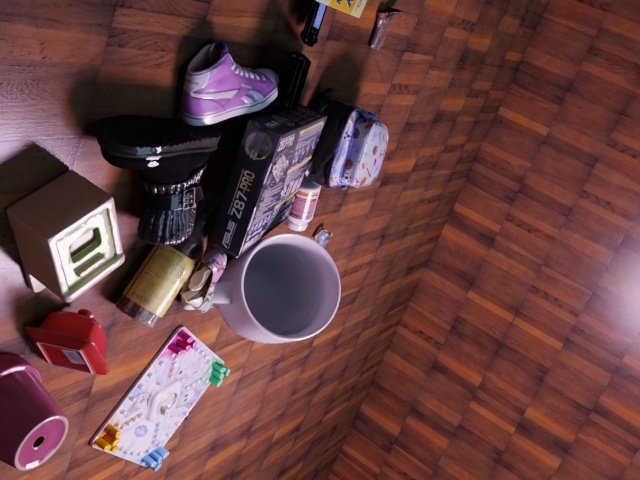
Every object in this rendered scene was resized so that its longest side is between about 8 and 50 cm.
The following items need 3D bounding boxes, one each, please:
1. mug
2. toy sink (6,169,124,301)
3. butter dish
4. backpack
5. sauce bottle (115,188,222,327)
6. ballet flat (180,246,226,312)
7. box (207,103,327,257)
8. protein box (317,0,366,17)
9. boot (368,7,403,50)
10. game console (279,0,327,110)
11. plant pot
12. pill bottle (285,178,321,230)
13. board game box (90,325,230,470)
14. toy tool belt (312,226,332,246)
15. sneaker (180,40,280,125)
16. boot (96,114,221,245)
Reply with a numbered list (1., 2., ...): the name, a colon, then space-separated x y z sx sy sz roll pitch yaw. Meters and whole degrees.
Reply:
1. mug: -0.183 0.142 2.057 0.374 0.276 0.328 -3 172 -26
2. toy sink: -0.476 0.013 1.482 0.153 0.131 0.234 -41 152 -36
3. butter dish: -0.519 0.200 1.645 0.160 0.160 0.118 88 16 -53
4. backpack: 0.075 -0.270 2.194 0.276 0.213 0.263 -69 167 15
5. sauce bottle: -0.340 0.038 1.817 0.344 0.111 0.111 -56 157 -7
6. ballet flat: -0.285 0.104 1.829 0.079 0.077 0.221 -34 161 -45
7. box: -0.123 -0.160 1.923 0.318 0.097 0.395 -66 172 21
8. protein box: -0.013 -0.579 1.614 0.201 0.200 0.136 -11 128 -62
9. boot: 0.186 -0.601 2.209 0.106 0.037 0.114 -19 134 -38
10. game console: -0.027 -0.480 1.824 0.213 0.044 0.361 -78 -174 -79
11. plant pot: -0.616 0.356 1.554 0.201 0.180 0.201 -46 155 -29
12. pill bottle: -0.056 -0.107 2.261 0.086 0.086 0.152 -30 144 -50
13. board game box: -0.440 0.468 2.227 0.390 0.050 0.390 -53 156 -13
14. toy tool belt: 0.000 0.000 2.552 0.083 0.051 0.052 -59 157 1
15. sneaker: -0.181 -0.360 1.675 0.282 0.102 0.161 -35 144 -45
16. boot: -0.345 -0.112 1.597 0.348 0.131 0.260 -12 129 -61
